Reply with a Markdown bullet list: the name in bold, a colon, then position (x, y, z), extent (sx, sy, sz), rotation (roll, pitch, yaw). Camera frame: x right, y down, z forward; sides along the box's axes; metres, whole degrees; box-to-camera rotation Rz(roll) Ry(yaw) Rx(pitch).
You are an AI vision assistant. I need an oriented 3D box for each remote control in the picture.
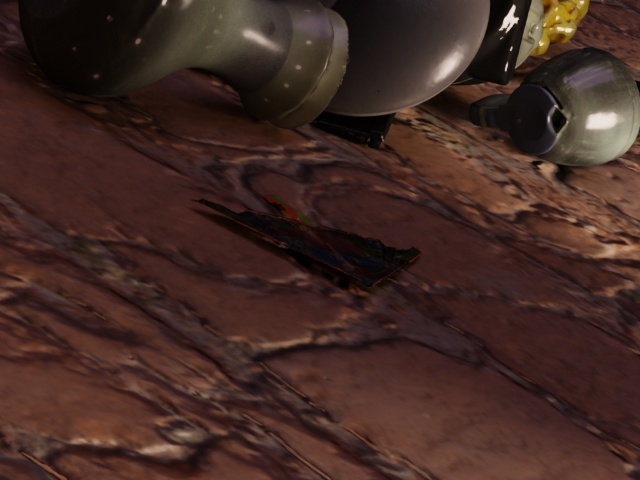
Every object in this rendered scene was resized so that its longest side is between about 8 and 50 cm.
- **remote control**: position (-0.016, -0.227, 1.653), extent (0.332, 0.221, 0.103), rotation (21, -20, 8)

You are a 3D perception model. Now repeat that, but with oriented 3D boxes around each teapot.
- **teapot**: position (0.215, -0.130, 1.786), extent (0.108, 0.111, 0.149), rotation (-14, 43, -39)
- **teapot**: position (-0.101, -0.175, 1.472), extent (0.251, 0.183, 0.183), rotation (22, 14, -42)

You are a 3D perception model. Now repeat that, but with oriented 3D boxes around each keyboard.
- **keyboard**: position (0.038, -0.116, 1.687), extent (0.060, 0.018, 0.195), rotation (16, 17, 4)

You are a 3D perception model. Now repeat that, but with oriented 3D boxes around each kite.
- **kite**: position (0.000, 0.000, 1.319), extent (0.190, 0.010, 0.159), rotation (14, 18, -28)

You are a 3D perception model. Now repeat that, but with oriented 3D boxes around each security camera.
- **security camera**: position (0.120, -0.236, 1.835), extent (0.191, 0.197, 0.277), rotation (13, 1, 11)

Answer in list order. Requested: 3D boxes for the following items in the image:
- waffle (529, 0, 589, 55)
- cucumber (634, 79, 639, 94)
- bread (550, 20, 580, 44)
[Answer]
- **waffle**: position (0.163, -0.304, 2.112), extent (0.310, 0.065, 0.283), rotation (4, 51, -14)
- **cucumber**: position (0.312, -0.169, 2.128), extent (0.184, 0.033, 0.036), rotation (7, 48, -37)
- **bread**: position (0.211, -0.323, 2.289), extent (0.244, 0.134, 0.244), rotation (20, 15, -6)
